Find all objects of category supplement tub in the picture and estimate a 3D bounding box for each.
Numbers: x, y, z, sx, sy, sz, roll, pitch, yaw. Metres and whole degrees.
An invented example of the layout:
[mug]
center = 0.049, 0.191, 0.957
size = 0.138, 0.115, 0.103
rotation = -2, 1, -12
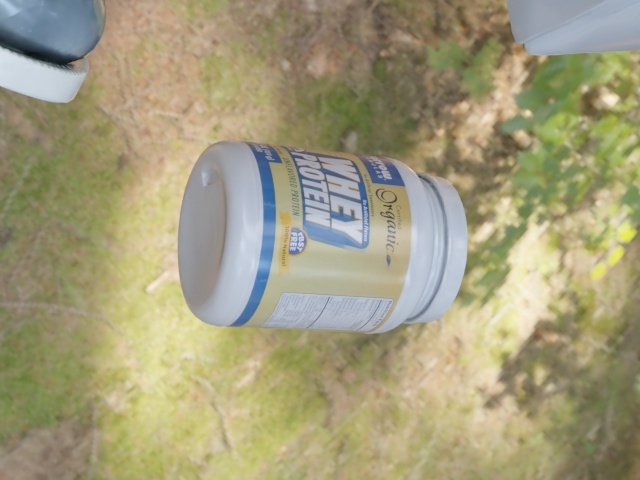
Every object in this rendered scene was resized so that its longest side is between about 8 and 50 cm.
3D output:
[supplement tub]
center = 0.000, 0.000, 0.933
size = 0.199, 0.144, 0.144
rotation = 4, 127, -24

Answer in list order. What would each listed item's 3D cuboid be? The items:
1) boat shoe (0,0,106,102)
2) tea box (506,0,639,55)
[boat shoe]
center = -0.139, -0.169, 0.399
size = 0.116, 0.319, 0.099
rotation = 21, 117, -46
[tea box]
center = 0.256, -0.209, 0.345
size = 0.323, 0.220, 0.329
rotation = -9, 176, -27
